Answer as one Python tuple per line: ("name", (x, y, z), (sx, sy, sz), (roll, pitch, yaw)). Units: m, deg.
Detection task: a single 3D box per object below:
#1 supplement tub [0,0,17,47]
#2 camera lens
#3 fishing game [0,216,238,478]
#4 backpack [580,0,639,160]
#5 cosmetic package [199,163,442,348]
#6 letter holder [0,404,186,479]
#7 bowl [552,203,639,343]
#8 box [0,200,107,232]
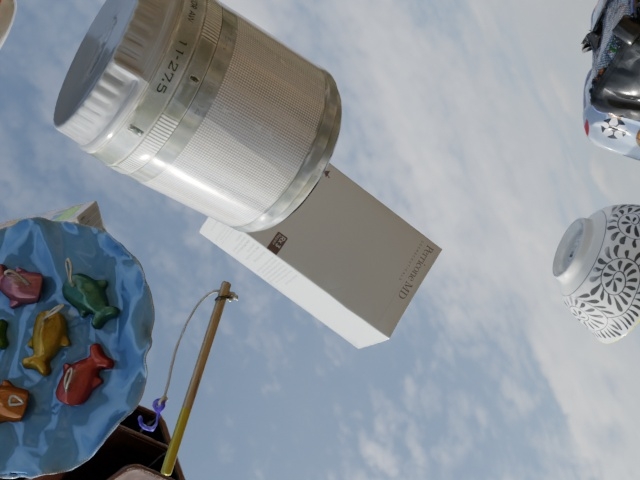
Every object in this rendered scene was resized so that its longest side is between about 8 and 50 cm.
("supplement tub", (-0.649, -0.379, 1.283), (0.272, 0.191, 0.191), (29, -137, -31))
("camera lens", (-0.130, -0.150, 0.912), (0.274, 0.219, 0.219), (27, -136, -29))
("fishing game", (-0.206, 0.069, 0.555), (0.041, 0.264, 0.189), (75, -146, -70))
("backpack", (0.400, -0.202, 0.833), (0.276, 0.213, 0.263), (20, -125, -4))
("cosmetic package", (0.000, 0.000, 1.468), (0.385, 0.156, 0.217), (34, -113, -6))
("letter holder", (-0.392, 0.374, 1.195), (0.214, 0.302, 0.152), (41, -170, -44))
("bowl", (0.314, 0.023, 0.903), (0.080, 0.170, 0.170), (22, -144, -2))
("box", (-0.529, 0.006, 1.558), (0.114, 0.203, 0.103), (-78, -25, -70))
